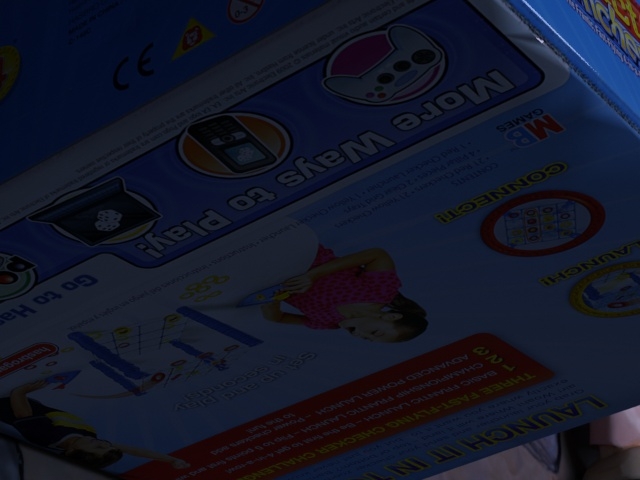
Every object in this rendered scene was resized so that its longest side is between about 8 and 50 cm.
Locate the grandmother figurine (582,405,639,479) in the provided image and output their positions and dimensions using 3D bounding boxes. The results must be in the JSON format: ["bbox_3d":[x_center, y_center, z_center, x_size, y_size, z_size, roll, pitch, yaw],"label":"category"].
[{"bbox_3d":[0.248,0.013,1.089,0.208,0.104,0.342,17,67,-54],"label":"grandmother figurine"}]

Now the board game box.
[{"bbox_3d":[0.000,0.000,0.556,0.302,0.308,0.086,32,43,-45],"label":"board game box"}]
